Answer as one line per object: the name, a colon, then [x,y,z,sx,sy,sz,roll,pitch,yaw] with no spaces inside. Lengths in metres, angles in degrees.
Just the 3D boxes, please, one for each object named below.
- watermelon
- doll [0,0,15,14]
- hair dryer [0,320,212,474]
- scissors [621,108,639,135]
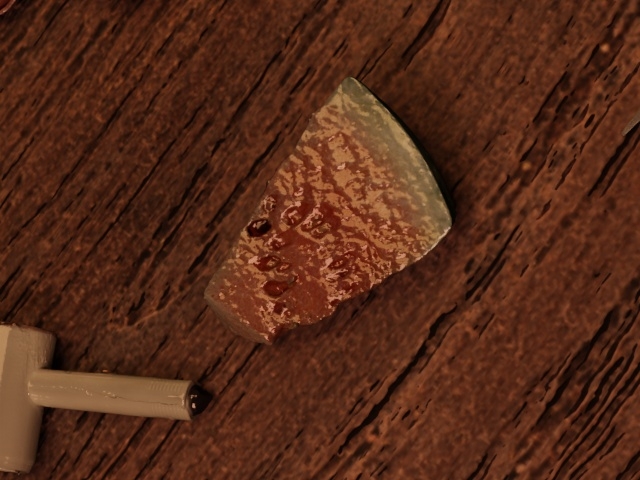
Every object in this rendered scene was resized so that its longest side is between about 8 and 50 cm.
watermelon: [0.000,0.000,1.520,0.241,0.094,0.154,-41,70,15]
doll: [-0.408,-0.351,1.802,0.284,0.216,0.268,-57,35,19]
hair dryer: [-0.202,0.144,1.605,0.236,0.073,0.131,2,79,21]
scissors: [0.264,-0.114,1.438,0.083,0.006,0.036,-48,57,10]
